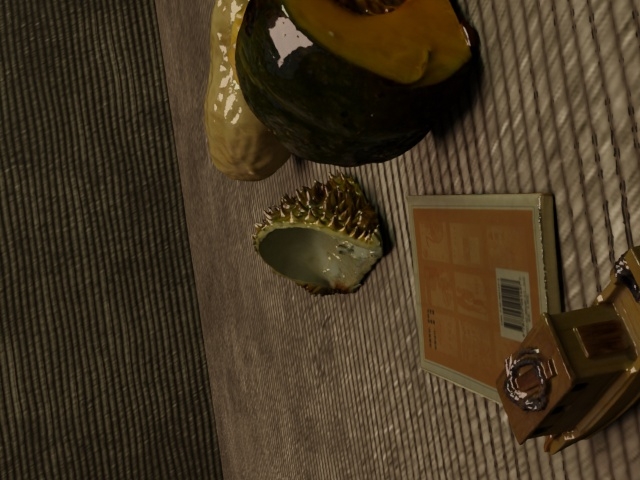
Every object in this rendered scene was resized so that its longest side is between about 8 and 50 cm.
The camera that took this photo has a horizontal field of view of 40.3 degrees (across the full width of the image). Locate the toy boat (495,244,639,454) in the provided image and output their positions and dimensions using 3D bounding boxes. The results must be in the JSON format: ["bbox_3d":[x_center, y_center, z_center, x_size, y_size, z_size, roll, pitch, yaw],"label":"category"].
[{"bbox_3d":[0.157,0.071,0.516,0.200,0.077,0.057,105,154,-55],"label":"toy boat"}]

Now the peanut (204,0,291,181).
[{"bbox_3d":[-0.084,-0.211,1.153,0.147,0.148,0.319,-115,28,-48],"label":"peanut"}]

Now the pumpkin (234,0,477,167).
[{"bbox_3d":[0.054,-0.199,0.750,0.280,0.190,0.139,-57,-3,-25],"label":"pumpkin"}]

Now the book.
[{"bbox_3d":[0.129,0.046,0.718,0.242,0.018,0.170,-170,74,-74],"label":"book"}]

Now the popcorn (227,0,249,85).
[{"bbox_3d":[-0.030,-0.215,0.935,0.152,0.148,0.167,60,175,-1],"label":"popcorn"}]

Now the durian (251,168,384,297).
[{"bbox_3d":[0.000,0.000,1.019,0.139,0.144,0.252,55,152,13],"label":"durian"}]
